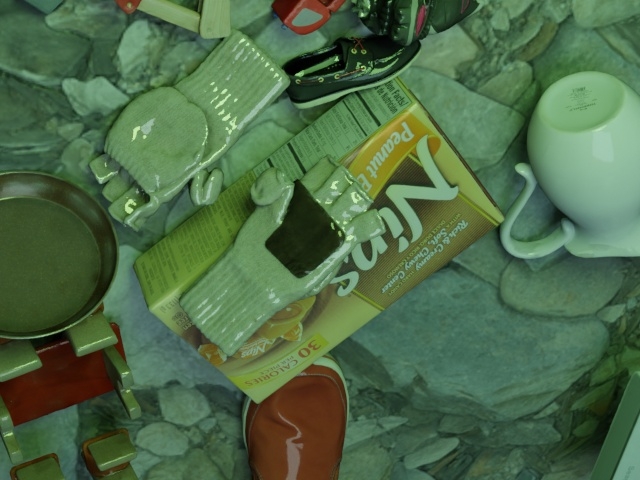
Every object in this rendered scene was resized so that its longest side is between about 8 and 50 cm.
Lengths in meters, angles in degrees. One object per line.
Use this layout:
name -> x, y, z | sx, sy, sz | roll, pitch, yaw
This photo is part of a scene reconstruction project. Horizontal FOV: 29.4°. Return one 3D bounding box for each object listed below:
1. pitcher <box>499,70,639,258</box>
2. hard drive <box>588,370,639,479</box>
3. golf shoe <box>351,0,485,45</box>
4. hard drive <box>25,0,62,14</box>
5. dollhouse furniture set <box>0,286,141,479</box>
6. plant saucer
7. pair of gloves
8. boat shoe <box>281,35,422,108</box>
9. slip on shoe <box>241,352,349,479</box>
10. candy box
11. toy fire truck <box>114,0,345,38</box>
pitcher -> 0.255, -0.062, 1.230 | 0.178, 0.125, 0.207 | -16, 138, 10
hard drive -> 0.479, 0.240, 1.440 | 0.308, 0.040, 0.203 | 1, 122, -20
golf shoe -> 0.098, -0.303, 1.039 | 0.120, 0.105, 0.273 | -16, 132, -28
hard drive -> -0.247, -0.247, 0.970 | 0.135, 0.022, 0.094 | 32, 131, -32
dollhouse furniture set -> -0.311, 0.153, 1.183 | 0.259, 0.135, 0.262 | -18, 126, -21
plant saucer -> -0.264, 0.016, 1.081 | 0.168, 0.168, 0.029 | -5, 152, -15
pair of gloves -> -0.081, -0.044, 1.087 | 0.204, 0.042, 0.240 | -37, 85, 7
boat shoe -> 0.029, -0.164, 1.119 | 0.133, 0.049, 0.042 | -21, 134, 0
slip on shoe -> -0.027, 0.259, 1.341 | 0.123, 0.101, 0.331 | -1, 120, -16
candy box -> 0.000, 0.000, 1.188 | 0.316, 0.087, 0.183 | -38, 129, 6
toy fire truck -> -0.083, -0.221, 1.046 | 0.192, 0.047, 0.135 | 34, 107, -33
